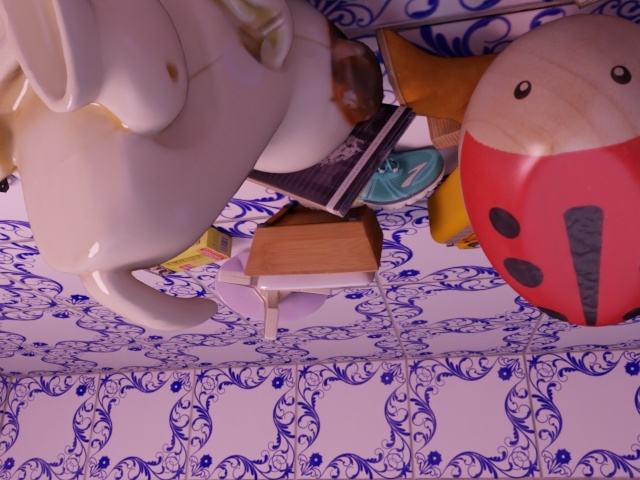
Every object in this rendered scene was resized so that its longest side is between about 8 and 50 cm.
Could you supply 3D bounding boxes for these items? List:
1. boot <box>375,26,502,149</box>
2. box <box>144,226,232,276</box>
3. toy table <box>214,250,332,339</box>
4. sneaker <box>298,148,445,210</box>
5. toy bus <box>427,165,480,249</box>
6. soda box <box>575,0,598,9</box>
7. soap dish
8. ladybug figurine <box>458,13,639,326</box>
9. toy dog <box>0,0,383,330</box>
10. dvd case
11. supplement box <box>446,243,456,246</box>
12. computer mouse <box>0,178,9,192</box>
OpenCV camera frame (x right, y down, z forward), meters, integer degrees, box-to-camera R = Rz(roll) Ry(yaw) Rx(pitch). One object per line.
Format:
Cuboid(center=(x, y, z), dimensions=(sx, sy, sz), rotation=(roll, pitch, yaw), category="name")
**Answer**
Cuboid(center=(0.214, -0.224, 0.763), dimensions=(0.211, 0.104, 0.295), rotation=(-18, 156, 24), category="boot")
Cuboid(center=(-0.322, 0.028, 1.363), dimensions=(0.232, 0.058, 0.087), rotation=(-15, 151, 30), category="box")
Cuboid(center=(-0.106, 0.100, 1.344), dimensions=(0.275, 0.252, 0.161), rotation=(-4, 174, -11), category="toy table")
Cuboid(center=(0.076, -0.115, 0.996), dimensions=(0.276, 0.107, 0.110), rotation=(-7, 143, 11), category="sneaker")
Cuboid(center=(0.280, -0.064, 1.022), dimensions=(0.130, 0.108, 0.332), rotation=(-3, 168, -6), category="toy bus")
Cuboid(center=(0.344, -0.313, 0.585), dimensions=(0.181, 0.061, 0.058), rotation=(-17, 150, 33), category="soda box")
Cuboid(center=(0.000, 0.000, 1.092), dimensions=(0.229, 0.118, 0.291), rotation=(-3, -168, 9), category="soap dish")
Cuboid(center=(0.330, -0.044, 0.723), dimensions=(0.305, 0.161, 0.449), rotation=(-8, 127, 27), category="ladybug figurine")
Cuboid(center=(-0.109, -0.150, 0.596), dimensions=(0.285, 0.395, 0.408), rotation=(-30, 180, 44), category="toy dog")
Cuboid(center=(0.000, -0.126, 0.773), dimensions=(0.221, 0.164, 0.018), rotation=(24, 163, 45), category="dvd case")
Cuboid(center=(0.318, -0.017, 1.280), dimensions=(0.083, 0.043, 0.055), rotation=(-6, 157, 14), category="supplement box")
Cuboid(center=(-0.558, -0.138, 1.023), dimensions=(0.071, 0.041, 0.242), rotation=(26, 153, -29), category="computer mouse")
